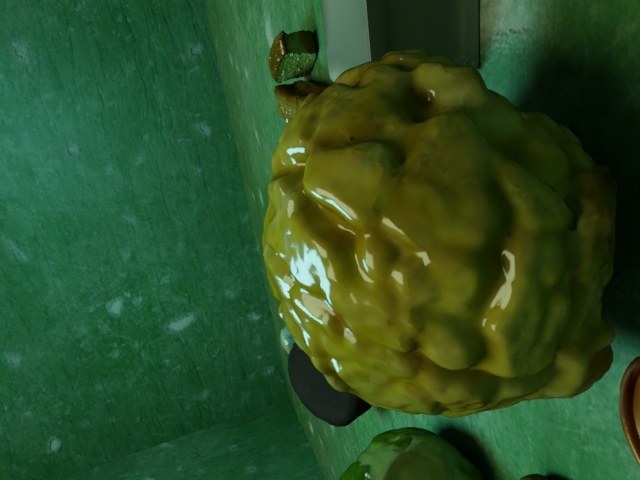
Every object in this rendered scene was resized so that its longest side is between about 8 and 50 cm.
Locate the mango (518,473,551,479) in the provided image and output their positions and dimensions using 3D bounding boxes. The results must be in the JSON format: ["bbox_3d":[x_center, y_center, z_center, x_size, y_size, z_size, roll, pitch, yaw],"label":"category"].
[{"bbox_3d":[0.326,0.401,0.726,0.227,0.099,0.136,-115,8,-64],"label":"mango"}]

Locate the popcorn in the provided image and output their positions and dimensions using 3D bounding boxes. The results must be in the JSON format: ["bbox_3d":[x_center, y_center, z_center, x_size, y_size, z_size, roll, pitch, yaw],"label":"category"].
[{"bbox_3d":[0.110,0.018,0.582,0.390,0.354,0.344,29,-163,-36],"label":"popcorn"}]

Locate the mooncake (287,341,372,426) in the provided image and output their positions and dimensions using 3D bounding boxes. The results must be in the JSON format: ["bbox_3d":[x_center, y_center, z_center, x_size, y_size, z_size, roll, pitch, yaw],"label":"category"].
[{"bbox_3d":[0.039,0.381,1.579,0.283,0.141,0.283,22,123,39],"label":"mooncake"}]

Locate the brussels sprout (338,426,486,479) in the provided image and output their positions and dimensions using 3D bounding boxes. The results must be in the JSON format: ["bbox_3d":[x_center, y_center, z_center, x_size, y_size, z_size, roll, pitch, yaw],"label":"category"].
[{"bbox_3d":[0.172,0.536,1.090,0.315,0.276,0.371,-129,28,-50],"label":"brussels sprout"}]

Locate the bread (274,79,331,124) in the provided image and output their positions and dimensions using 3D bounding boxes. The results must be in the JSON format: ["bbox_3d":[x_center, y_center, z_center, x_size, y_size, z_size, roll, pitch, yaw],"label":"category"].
[{"bbox_3d":[-0.015,-0.269,1.274,0.380,0.109,0.185,-133,25,-64],"label":"bread"}]

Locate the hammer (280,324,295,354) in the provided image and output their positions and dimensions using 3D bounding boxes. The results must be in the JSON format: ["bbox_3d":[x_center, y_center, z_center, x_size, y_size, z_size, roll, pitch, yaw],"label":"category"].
[{"bbox_3d":[0.017,0.364,1.766,0.305,0.202,0.113,61,-171,-23],"label":"hammer"}]

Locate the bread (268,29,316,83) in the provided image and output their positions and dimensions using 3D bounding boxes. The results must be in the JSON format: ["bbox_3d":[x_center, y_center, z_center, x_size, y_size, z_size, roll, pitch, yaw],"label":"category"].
[{"bbox_3d":[-0.068,-0.433,1.300,0.187,0.103,0.065,144,110,-73],"label":"bread"}]

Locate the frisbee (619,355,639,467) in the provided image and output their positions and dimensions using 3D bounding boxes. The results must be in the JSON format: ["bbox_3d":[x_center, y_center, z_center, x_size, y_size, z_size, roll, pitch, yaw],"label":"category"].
[{"bbox_3d":[0.352,0.185,0.491,0.192,0.035,0.192,165,90,-75],"label":"frisbee"}]

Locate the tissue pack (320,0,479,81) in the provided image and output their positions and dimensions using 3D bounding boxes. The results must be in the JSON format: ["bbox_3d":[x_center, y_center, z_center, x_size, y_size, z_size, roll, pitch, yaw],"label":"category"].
[{"bbox_3d":[0.095,-0.322,0.683,0.136,0.159,0.246,-133,31,-58],"label":"tissue pack"}]
